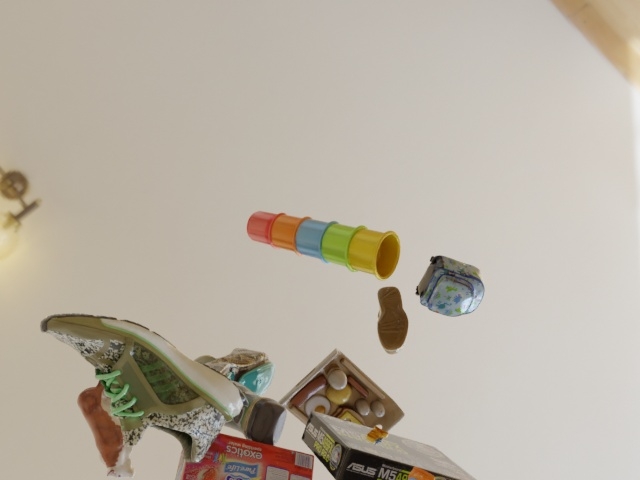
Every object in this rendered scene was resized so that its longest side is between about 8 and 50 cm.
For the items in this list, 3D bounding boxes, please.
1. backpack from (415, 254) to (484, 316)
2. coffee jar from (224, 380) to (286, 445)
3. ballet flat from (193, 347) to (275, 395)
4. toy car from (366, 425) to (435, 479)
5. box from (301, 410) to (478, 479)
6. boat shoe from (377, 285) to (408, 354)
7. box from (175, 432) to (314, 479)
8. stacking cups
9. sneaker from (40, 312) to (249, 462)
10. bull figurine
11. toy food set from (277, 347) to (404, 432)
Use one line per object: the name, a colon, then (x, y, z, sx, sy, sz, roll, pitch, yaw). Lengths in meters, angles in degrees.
backpack: (0.256, 0.095, 1.601, 0.114, 0.105, 0.084, 14, -146, -13)
coffee jar: (-0.149, 0.359, 1.730, 0.079, 0.096, 0.184, 21, 175, -38)
ballet flat: (-0.267, 0.356, 2.075, 0.182, 0.164, 0.483, 18, -173, 13)
toy car: (0.097, 0.308, 1.102, 0.122, 0.060, 0.040, 38, -149, 26)
box: (0.122, 0.387, 1.452, 0.270, 0.060, 0.216, 20, 180, -16)
boat shoe: (0.141, 0.163, 1.616, 0.170, 0.063, 0.059, -86, -11, -51)
box: (-0.153, 0.474, 1.636, 0.256, 0.128, 0.123, 16, 138, -12)
stacking cups: (0.000, 0.000, 1.615, 0.316, 0.096, 0.096, 13, 152, 36)
sneaker: (-0.320, 0.266, 1.469, 0.410, 0.182, 0.158, 34, 152, -23)
bull figurine: (-0.618, 0.557, 2.504, 0.310, 0.188, 0.101, 54, -179, 18)
toy food set: (0.057, 0.457, 2.257, 0.306, 0.219, 0.092, 45, -177, -24)
